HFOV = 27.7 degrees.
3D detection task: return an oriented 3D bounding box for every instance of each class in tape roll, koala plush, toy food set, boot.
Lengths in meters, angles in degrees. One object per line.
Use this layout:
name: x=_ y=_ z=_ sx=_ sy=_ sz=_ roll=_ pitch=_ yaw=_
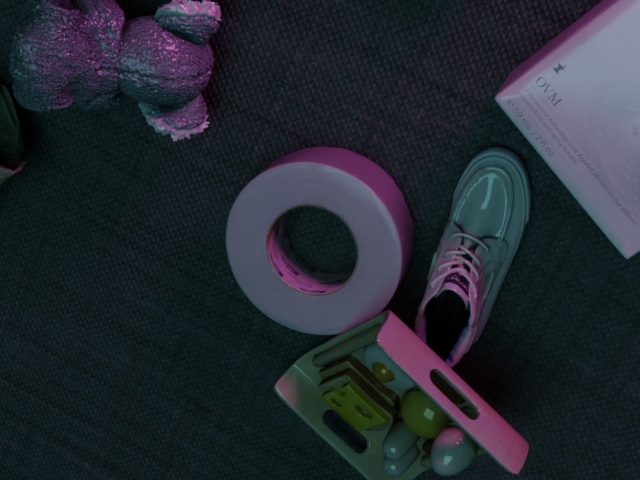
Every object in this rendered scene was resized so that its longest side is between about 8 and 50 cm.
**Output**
tape roll: x=0.000 y=0.000 z=1.554 sx=0.219 sy=0.072 sz=0.219 roll=6 pitch=112 yaw=15
koala plush: x=-0.226 y=-0.212 z=1.495 sx=0.221 sy=0.203 sz=0.196 roll=14 pitch=115 yaw=0
toy food set: x=0.082 y=0.211 z=1.522 sx=0.220 sy=0.092 sz=0.306 roll=43 pitch=151 yaw=-7
boot: x=0.172 y=0.029 z=1.478 sx=0.095 sy=0.123 sz=0.258 roll=15 pitch=114 yaw=12

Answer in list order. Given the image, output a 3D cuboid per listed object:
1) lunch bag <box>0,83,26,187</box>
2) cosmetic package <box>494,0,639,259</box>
lunch bag: x=-0.523 y=-0.144 z=1.614 sx=0.235 sy=0.169 sz=0.287 roll=-31 pitch=104 yaw=28
cosmetic package: x=0.344 y=-0.144 z=1.347 sx=0.225 sy=0.138 sz=0.224 roll=-38 pitch=95 yaw=25
